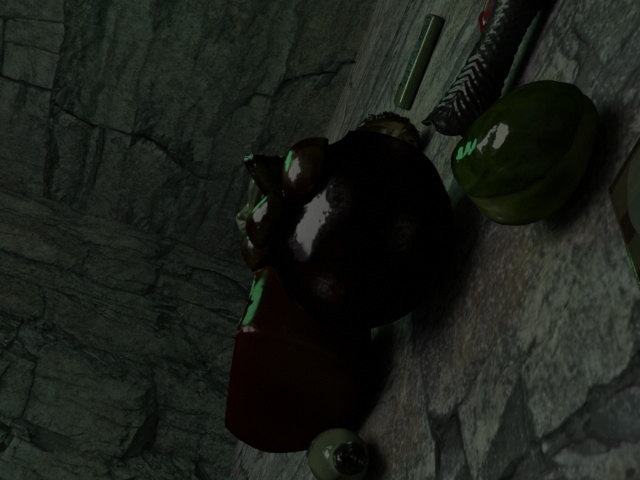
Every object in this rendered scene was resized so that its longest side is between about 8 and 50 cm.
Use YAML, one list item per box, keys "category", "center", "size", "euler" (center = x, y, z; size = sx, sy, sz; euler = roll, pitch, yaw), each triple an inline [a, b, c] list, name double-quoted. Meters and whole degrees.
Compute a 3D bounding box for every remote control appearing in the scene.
- category: "remote control"
  center: [0.237, -0.437, 1.650]
  size: [0.098, 0.038, 0.233]
  euler: [-98, 28, -70]

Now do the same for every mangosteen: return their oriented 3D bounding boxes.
- category: "mangosteen"
  center: [0.031, -0.026, 1.037]
  size: [0.307, 0.347, 0.306]
  euler: [-158, 90, -85]

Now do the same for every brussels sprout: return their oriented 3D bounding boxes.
- category: "brussels sprout"
  center: [0.212, -0.090, 0.730]
  size: [0.183, 0.131, 0.145]
  euler: [-46, 21, 61]

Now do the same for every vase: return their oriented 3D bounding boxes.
- category: "vase"
  center: [0.249, -0.262, 0.994]
  size: [0.115, 0.116, 0.237]
  euler: [-97, 28, -71]

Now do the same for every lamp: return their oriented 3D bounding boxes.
- category: "lamp"
  center: [0.026, 0.360, 1.112]
  size: [0.250, 0.101, 0.101]
  euler: [123, 163, -69]

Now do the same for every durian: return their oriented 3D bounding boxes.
- category: "durian"
  center: [0.132, -0.170, 1.419]
  size: [0.196, 0.167, 0.196]
  euler: [-53, -15, -21]

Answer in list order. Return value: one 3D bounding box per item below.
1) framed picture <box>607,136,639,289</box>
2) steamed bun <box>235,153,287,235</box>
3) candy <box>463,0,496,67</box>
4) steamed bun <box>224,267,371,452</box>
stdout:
- category: "framed picture"
  center: [0.288, -0.074, 0.528]
  size: [0.135, 0.010, 0.200]
  euler: [-81, 5, -47]
- category: "steamed bun"
  center: [-0.044, -0.079, 1.785]
  size: [0.309, 0.325, 0.219]
  euler: [-59, 9, 24]
- category: "candy"
  center: [0.273, -0.367, 1.113]
  size: [0.365, 0.124, 0.124]
  euler: [105, 178, -53]
- category: "steamed bun"
  center: [-0.031, 0.230, 1.259]
  size: [0.235, 0.249, 0.379]
  euler: [-78, 0, -49]
